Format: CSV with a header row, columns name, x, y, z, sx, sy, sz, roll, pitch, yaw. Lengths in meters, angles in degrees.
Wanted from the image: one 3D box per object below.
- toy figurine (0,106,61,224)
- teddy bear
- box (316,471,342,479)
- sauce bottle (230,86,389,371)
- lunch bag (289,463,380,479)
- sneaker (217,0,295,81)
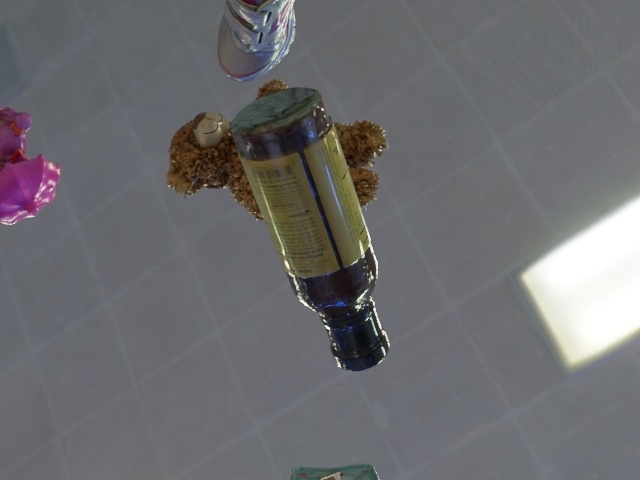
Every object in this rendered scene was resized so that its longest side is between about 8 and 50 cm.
name,x,y,z,sx,sy,sz,roll,pitch,yaw
toy figurine,-0.316,-0.082,0.891,0.159,0.130,0.173,9,-85,22
teddy bear,-0.066,-0.133,1.428,0.338,0.113,0.245,23,-109,14
box,-0.018,0.288,1.080,0.067,0.083,0.018,-27,-104,19
sauce bottle,0.000,0.000,1.079,0.111,0.344,0.111,-13,-150,8
lunch bag,0.031,0.480,1.336,0.262,0.160,0.223,-120,-143,-59
sneaker,-0.083,-0.311,1.220,0.103,0.111,0.252,34,-55,13
